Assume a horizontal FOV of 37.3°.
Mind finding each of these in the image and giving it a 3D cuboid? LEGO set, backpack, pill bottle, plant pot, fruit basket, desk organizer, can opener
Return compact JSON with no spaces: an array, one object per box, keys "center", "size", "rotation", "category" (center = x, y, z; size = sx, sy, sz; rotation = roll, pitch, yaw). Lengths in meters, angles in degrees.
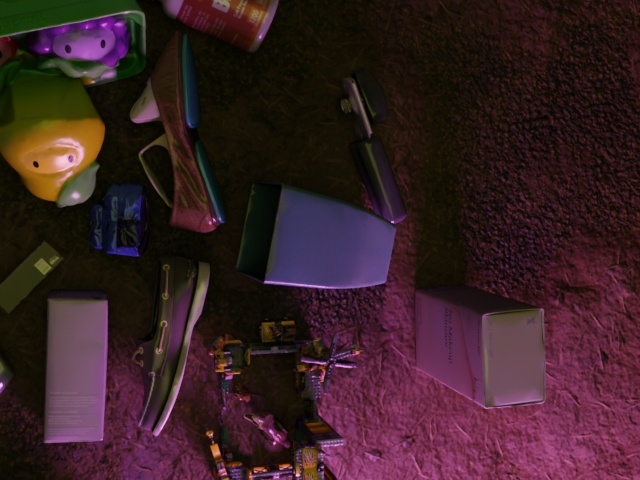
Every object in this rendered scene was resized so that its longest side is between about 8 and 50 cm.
[{"center":[-0.072,0.307,1.625],"size":[0.255,0.192,0.331],"rotation":[6,92,-15],"category":"LEGO set"},{"center":[-0.333,-0.039,1.584],"size":[0.101,0.098,0.120],"rotation":[7,93,-11],"category":"backpack"},{"center":[-0.187,-0.408,1.583],"size":[0.216,0.121,0.121],"rotation":[21,88,-15],"category":"pill bottle"},{"center":[0.000,0.000,1.643],"size":[0.234,0.166,0.165],"rotation":[10,91,-22],"category":"plant pot"},{"center":[-0.444,-0.243,1.472],"size":[0.392,0.283,0.392],"rotation":[2,76,-9],"category":"fruit basket"},{"center":[-0.487,0.059,1.574],"size":[0.047,0.050,0.130],"rotation":[45,83,-13],"category":"desk organizer"},{"center":[0.100,-0.167,1.699],"size":[0.093,0.074,0.280],"rotation":[-19,98,-13],"category":"can opener"}]

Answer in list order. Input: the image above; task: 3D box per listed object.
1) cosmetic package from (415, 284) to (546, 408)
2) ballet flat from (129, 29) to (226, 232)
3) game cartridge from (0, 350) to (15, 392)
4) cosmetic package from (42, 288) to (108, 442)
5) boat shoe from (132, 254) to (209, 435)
[{"center":[0.268,0.175,1.644],"size":[0.113,0.309,0.160],"rotation":[-3,94,-13],"category":"cosmetic package"},{"center":[-0.251,-0.176,1.603],"size":[0.124,0.116,0.342],"rotation":[-10,101,6],"category":"ballet flat"},{"center":[-0.662,0.186,1.538],"size":[0.297,0.062,0.198],"rotation":[39,88,-14],"category":"game cartridge"},{"center":[-0.405,0.203,1.567],"size":[0.107,0.127,0.237],"rotation":[-1,92,-14],"category":"cosmetic package"},{"center":[-0.269,0.175,1.613],"size":[0.091,0.109,0.304],"rotation":[16,84,-15],"category":"boat shoe"}]
